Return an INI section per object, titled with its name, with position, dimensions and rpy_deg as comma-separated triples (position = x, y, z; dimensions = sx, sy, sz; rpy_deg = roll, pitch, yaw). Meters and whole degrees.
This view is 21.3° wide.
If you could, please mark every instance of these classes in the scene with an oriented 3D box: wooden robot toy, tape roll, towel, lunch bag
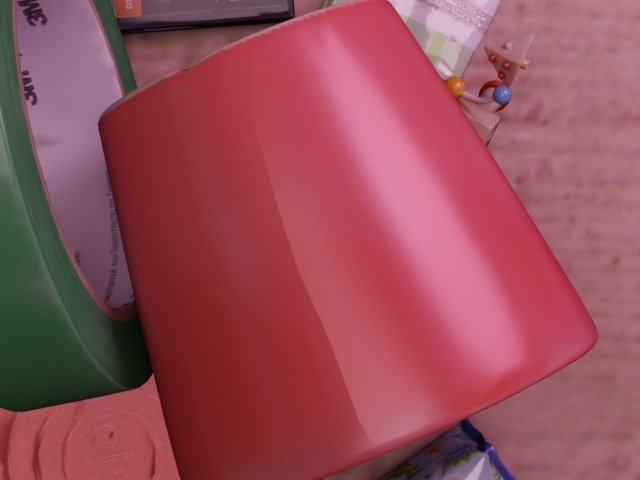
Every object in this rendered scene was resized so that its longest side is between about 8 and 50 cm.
[wooden robot toy]
position = 0.076, -0.078, 1.140
dimensions = 0.079, 0.076, 0.173
rpy_deg = 27, 122, 3
[tape roll]
position = -0.176, -0.060, 1.026
dimensions = 0.077, 0.321, 0.321
rpy_deg = -11, 89, 7
[towel]
position = 0.077, -0.195, 1.174
dimensions = 0.113, 0.023, 0.152
rpy_deg = 25, 91, 3
[lunch bag]
position = 0.096, 0.220, 1.140
dimensions = 0.129, 0.096, 0.151
rpy_deg = -34, 103, -1

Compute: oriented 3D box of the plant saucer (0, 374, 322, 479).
[plant saucer]
position = -0.141, 0.146, 1.170
dimensions = 0.259, 0.048, 0.258
rpy_deg = -18, 89, 3

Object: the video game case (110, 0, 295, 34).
[video game case]
position = -0.151, -0.280, 1.179
dimensions = 0.248, 0.035, 0.274
rpy_deg = -4, 90, 2

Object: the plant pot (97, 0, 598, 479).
[plant pot]
position = 0.000, 0.000, 1.037
dimensions = 0.275, 0.275, 0.243
rpy_deg = -22, 89, 2
